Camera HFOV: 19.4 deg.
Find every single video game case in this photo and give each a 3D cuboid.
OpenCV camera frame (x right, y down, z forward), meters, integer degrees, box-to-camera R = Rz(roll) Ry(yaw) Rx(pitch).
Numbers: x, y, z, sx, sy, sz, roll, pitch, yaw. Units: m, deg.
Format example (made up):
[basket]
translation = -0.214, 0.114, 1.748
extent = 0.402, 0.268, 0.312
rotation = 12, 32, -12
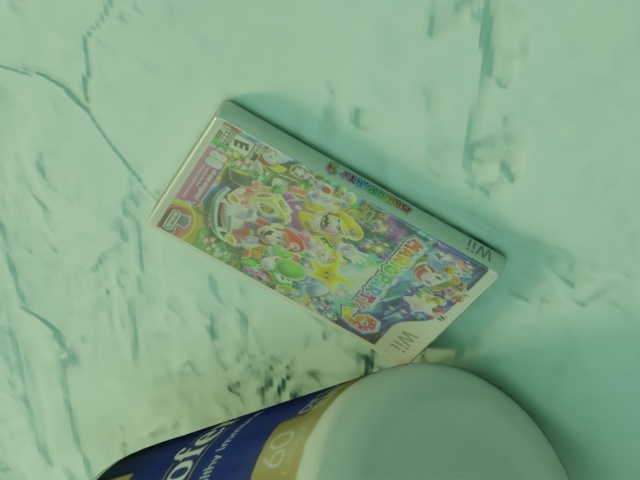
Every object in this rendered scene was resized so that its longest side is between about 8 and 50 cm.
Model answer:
[video game case]
translation = 0.000, 0.000, 0.722
extent = 0.122, 0.011, 0.087
rotation = 29, 144, -8

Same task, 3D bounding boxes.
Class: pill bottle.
[pill bottle]
translation = -0.026, 0.153, 0.814
extent = 0.153, 0.153, 0.264
rotation = 41, 141, -23
